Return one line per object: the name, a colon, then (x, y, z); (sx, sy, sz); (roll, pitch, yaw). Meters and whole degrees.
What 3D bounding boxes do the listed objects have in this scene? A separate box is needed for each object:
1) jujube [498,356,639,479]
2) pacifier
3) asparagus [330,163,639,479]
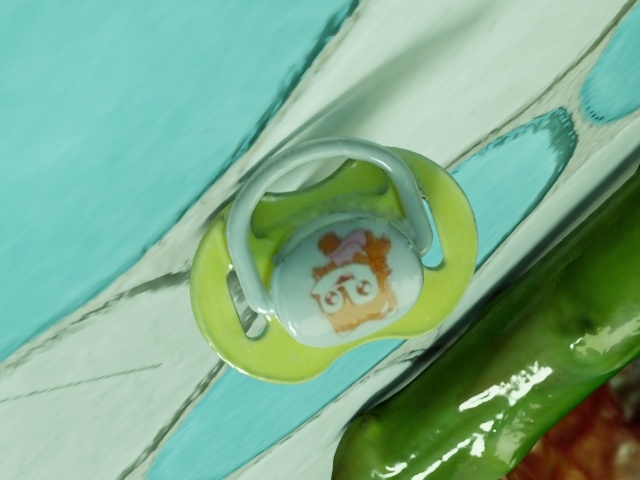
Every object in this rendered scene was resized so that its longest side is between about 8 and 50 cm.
jujube: (0.198, 0.095, 1.076); (0.213, 0.213, 0.232); (-39, 168, -8)
pacifier: (0.000, 0.000, 0.545); (0.083, 0.068, 0.064); (-22, -161, -7)
asparagus: (0.130, 0.030, 0.918); (0.343, 0.082, 0.085); (-45, 170, 22)
